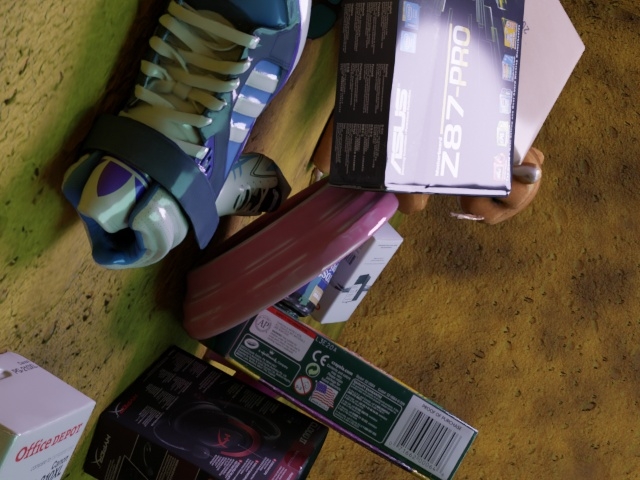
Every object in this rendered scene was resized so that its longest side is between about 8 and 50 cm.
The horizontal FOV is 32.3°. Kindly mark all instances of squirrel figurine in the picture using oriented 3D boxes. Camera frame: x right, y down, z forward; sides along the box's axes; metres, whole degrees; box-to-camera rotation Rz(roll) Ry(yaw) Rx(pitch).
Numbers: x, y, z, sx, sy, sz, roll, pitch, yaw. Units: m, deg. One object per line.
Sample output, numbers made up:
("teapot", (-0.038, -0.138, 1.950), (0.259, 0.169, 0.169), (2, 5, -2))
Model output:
("squirrel figurine", (0.245, -0.223, 1.969), (0.397, 0.370, 0.281), (-65, 171, 13))

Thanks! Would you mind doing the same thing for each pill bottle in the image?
("pill bottle", (-0.045, 0.055, 1.920), (0.219, 0.122, 0.123), (-62, 171, -10))

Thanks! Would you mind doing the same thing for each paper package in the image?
("paper package", (0.228, -0.315, 1.699), (0.168, 0.325, 0.309), (-8, -141, 44))

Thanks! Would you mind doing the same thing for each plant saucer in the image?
("plant saucer", (-0.054, 0.007, 1.472), (0.332, 0.084, 0.332), (-32, -173, 4))

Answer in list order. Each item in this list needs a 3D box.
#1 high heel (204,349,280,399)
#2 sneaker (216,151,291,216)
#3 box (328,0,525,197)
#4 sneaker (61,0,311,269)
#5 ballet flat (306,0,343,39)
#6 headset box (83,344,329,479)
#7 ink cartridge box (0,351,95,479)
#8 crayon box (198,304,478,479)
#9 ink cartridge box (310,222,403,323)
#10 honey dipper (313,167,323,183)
("high heel", (-0.157, 0.330, 1.877), (0.377, 0.181, 0.127), (-65, 171, 11))
("sneaker", (-0.097, -0.066, 1.397), (0.085, 0.086, 0.237), (-65, 170, 15))
("box", (0.147, -0.255, 1.409), (0.318, 0.097, 0.395), (1, 95, -51))
("sneaker", (-0.123, -0.111, 0.962), (0.236, 0.130, 0.323), (-60, 177, -45))
("ballet flat", (0.008, -0.305, 1.462), (0.114, 0.041, 0.041), (-60, 170, -17))
("headset box", (-0.138, 0.294, 1.523), (0.110, 0.293, 0.218), (-68, 171, 27))
("ink cartridge box", (-0.313, 0.231, 0.963), (0.237, 0.100, 0.172), (-64, 172, 6))
("crayon box", (0.012, 0.210, 1.638), (0.106, 0.363, 0.313), (-59, -169, -6))
("ink cartridge box", (0.032, 0.029, 2.042), (0.087, 0.153, 0.208), (1, 130, -49))
("honey dipper", (-0.013, -0.078, 2.034), (0.030, 0.030, 0.161), (-56, 164, -38))
